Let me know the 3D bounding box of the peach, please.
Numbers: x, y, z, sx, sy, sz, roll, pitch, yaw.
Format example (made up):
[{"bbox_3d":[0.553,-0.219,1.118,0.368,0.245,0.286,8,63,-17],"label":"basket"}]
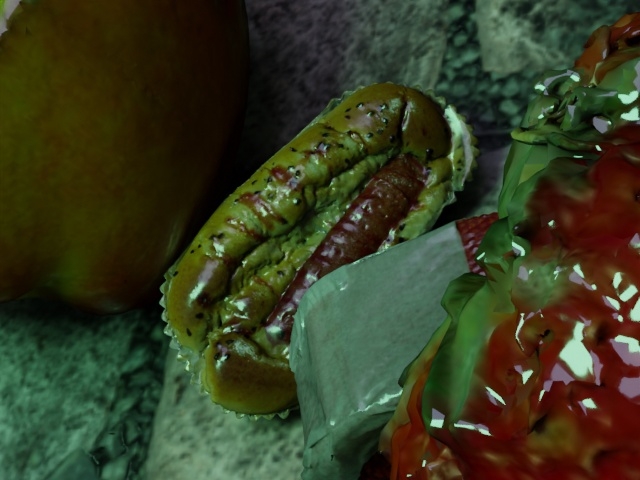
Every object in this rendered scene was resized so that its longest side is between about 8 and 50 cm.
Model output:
[{"bbox_3d":[-0.212,-0.110,0.973,0.335,0.310,0.406,-13,59,26],"label":"peach"}]

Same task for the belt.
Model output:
[{"bbox_3d":[0.075,0.061,0.804,0.201,0.128,0.124,-24,49,17],"label":"belt"}]

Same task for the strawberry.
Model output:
[{"bbox_3d":[0.221,0.057,0.582,0.351,0.267,0.312,27,73,14],"label":"strawberry"}]

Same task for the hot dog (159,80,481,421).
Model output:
[{"bbox_3d":[0.000,0.000,0.911,0.131,0.069,0.253,41,78,3],"label":"hot dog"}]
